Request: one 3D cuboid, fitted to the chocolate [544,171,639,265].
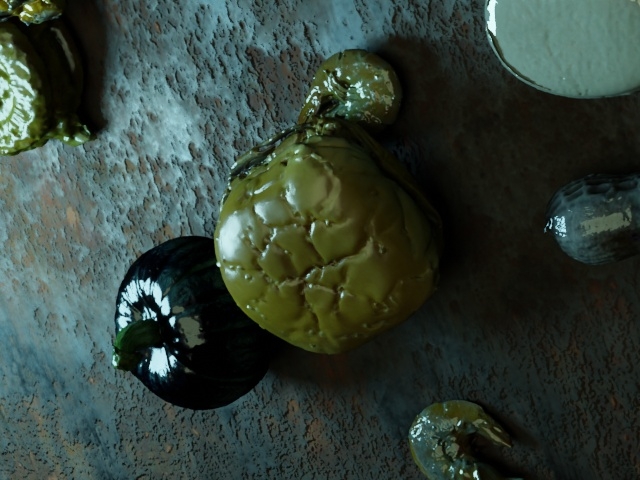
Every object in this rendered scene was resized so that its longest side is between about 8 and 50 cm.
[{"bbox_3d":[0.364,-0.032,1.379,0.248,0.110,0.110,-14,101,37],"label":"chocolate"}]

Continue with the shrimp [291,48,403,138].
[{"bbox_3d":[0.019,-0.165,1.591,0.217,0.051,0.115,-36,81,39],"label":"shrimp"}]

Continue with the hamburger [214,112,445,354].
[{"bbox_3d":[0.000,0.000,1.574,0.318,0.158,0.319,12,125,17],"label":"hamburger"}]

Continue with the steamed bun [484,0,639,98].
[{"bbox_3d":[0.293,-0.246,1.322,0.228,0.131,0.177,11,125,29],"label":"steamed bun"}]

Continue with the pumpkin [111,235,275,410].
[{"bbox_3d":[-0.198,0.122,1.731,0.248,0.248,0.248,13,116,29],"label":"pumpkin"}]

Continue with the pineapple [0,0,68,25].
[{"bbox_3d":[-0.501,-0.443,1.614,0.208,0.286,0.344,-19,83,9],"label":"pineapple"}]

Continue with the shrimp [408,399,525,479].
[{"bbox_3d":[0.197,0.284,1.651,0.187,0.051,0.133,22,120,28],"label":"shrimp"}]

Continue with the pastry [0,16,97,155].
[{"bbox_3d":[-0.470,-0.236,1.837,0.240,0.132,0.235,1,108,34],"label":"pastry"}]
